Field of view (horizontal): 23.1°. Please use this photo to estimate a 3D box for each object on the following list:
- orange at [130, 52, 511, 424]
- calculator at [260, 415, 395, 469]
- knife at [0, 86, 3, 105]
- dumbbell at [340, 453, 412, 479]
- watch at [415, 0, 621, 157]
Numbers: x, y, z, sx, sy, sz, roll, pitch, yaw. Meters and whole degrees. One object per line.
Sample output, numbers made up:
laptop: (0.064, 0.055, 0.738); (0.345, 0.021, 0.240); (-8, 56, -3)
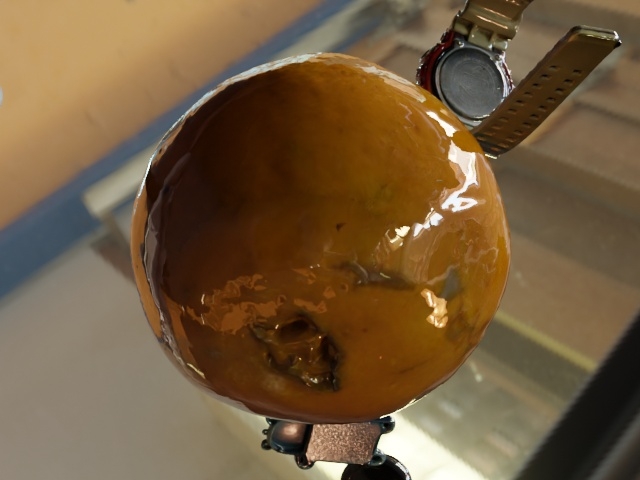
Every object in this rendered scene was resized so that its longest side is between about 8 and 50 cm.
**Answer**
orange: (0.000, 0.000, 1.263); (0.312, 0.312, 0.312); (-20, -149, 12)
calculator: (0.007, 0.207, 1.656); (0.141, 0.094, 0.019); (6, -146, -13)
knife: (-0.379, -0.125, 1.472); (0.073, 0.041, 0.265); (26, -164, 7)
dumbbell: (0.053, 0.318, 1.851); (0.099, 0.099, 0.208); (-9, -161, 28)
watch: (0.177, -0.171, 1.373); (0.268, 0.102, 0.165); (136, -33, -57)
